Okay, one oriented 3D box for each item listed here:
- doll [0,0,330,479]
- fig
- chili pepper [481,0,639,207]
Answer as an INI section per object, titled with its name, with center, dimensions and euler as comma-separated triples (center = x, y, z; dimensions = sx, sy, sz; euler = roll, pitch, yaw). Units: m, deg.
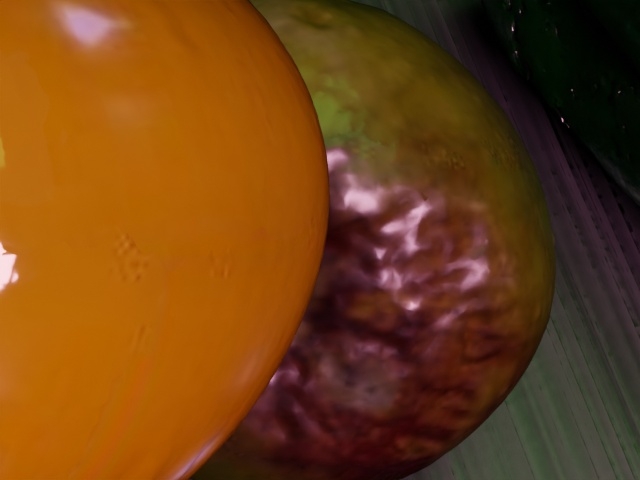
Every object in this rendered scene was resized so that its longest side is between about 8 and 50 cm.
[doll]
center = -0.108, 0.017, 0.441
dimensions = 0.213, 0.236, 0.213
euler = 16, 16, -5
[fig]
center = 0.000, 0.000, 0.608
dimensions = 0.181, 0.181, 0.191
euler = 50, 22, 18
[chili pepper]
center = 0.203, -0.113, 0.714
dimensions = 0.248, 0.233, 0.257
euler = -22, 56, -44
